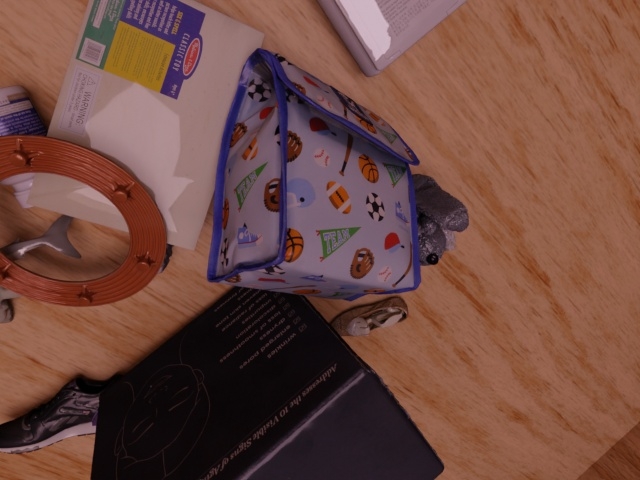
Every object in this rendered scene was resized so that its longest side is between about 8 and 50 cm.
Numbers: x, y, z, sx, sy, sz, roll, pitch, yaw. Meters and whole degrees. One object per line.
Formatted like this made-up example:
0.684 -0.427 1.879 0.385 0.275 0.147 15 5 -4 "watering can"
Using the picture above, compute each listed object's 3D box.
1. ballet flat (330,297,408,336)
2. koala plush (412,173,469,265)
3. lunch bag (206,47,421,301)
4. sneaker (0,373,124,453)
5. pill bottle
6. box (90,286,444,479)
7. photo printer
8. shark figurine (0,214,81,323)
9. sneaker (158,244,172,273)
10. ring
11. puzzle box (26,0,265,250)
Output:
0.126 0.199 1.070 0.206 0.067 0.073 -21 116 -6 "ballet flat"
0.223 -0.021 0.971 0.196 0.203 0.221 -31 137 8 "koala plush"
0.004 -0.107 0.750 0.328 0.239 0.385 16 67 -41 "lunch bag"
-0.563 0.363 0.943 0.284 0.107 0.124 -8 104 -20 "sneaker"
-0.515 -0.156 0.730 0.112 0.112 0.186 -21 114 -7 "pill bottle"
-0.134 0.350 0.801 0.480 0.472 0.297 -39 115 -8 "box"
0.100 -0.498 0.763 0.256 0.107 0.307 -40 115 3 "photo printer"
-0.596 0.039 0.799 0.278 0.116 0.166 -43 149 13 "shark figurine"
-0.350 -0.071 0.826 0.116 0.105 0.281 -6 101 -6 "sneaker"
-0.427 -0.008 0.694 0.337 0.032 0.336 -4 126 -6 "ring"
-0.285 -0.213 0.732 0.272 0.052 0.408 19 92 -19 "puzzle box"
